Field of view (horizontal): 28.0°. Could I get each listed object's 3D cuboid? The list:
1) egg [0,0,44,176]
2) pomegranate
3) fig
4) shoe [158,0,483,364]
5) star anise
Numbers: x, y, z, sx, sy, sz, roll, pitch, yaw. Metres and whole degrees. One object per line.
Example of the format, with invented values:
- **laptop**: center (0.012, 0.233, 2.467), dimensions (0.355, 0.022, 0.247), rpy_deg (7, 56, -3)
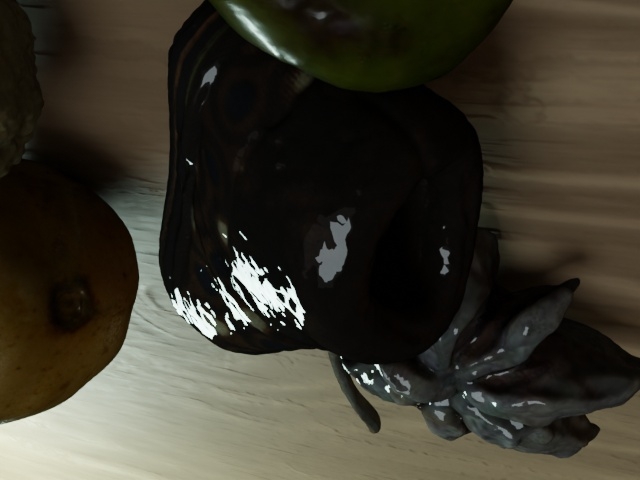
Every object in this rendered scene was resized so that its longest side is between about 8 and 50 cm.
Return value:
- **egg**: center (-0.367, -0.144, 1.031), dimensions (0.279, 0.279, 0.310), rpy_deg (11, 158, 28)
- **pomegranate**: center (-0.319, 0.051, 1.244), dimensions (0.307, 0.307, 0.307), rpy_deg (21, 147, 14)
- **fig**: center (0.018, -0.195, 0.740), dimensions (0.203, 0.203, 0.225), rpy_deg (44, -171, -21)
- **shoe**: center (0.000, 0.000, 0.956), dimensions (0.237, 0.171, 0.384), rpy_deg (47, 151, 24)
- **star anise**: center (0.121, 0.112, 1.105), dimensions (0.316, 0.139, 0.359), rpy_deg (18, 147, 30)
